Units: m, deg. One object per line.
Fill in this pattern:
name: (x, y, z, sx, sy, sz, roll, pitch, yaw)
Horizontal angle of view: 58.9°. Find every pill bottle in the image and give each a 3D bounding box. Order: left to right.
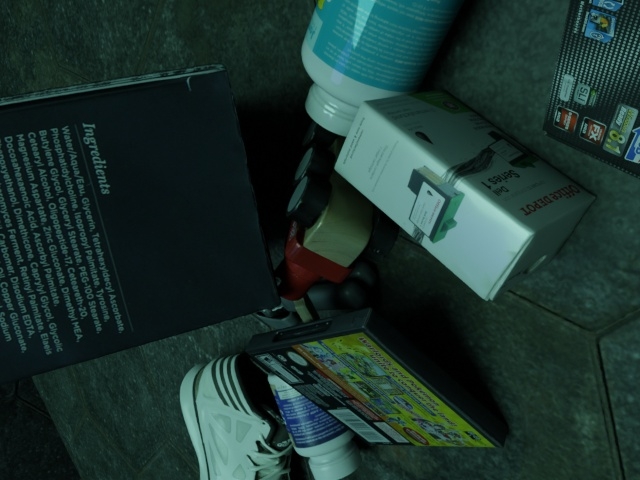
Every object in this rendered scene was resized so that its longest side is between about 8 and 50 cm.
pill bottle: (-0.004, 0.286, 0.924, 0.112, 0.112, 0.186, -22, 88, 47)
pill bottle: (0.068, -0.247, 0.624, 0.146, 0.146, 0.264, 46, 132, 24)

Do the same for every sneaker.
sneaker: (-0.111, 0.419, 1.032, 0.257, 0.169, 0.447, -32, 76, 48)

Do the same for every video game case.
video game case: (0.069, 0.199, 0.769, 0.275, 0.035, 0.248, 42, 143, -22)

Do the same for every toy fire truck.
toy fire truck: (0.000, 0.000, 0.736, 0.158, 0.217, 0.246, 27, 127, -16)

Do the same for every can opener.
can opener: (-0.017, 0.094, 0.914, 0.283, 0.076, 0.095, -10, 130, 46)

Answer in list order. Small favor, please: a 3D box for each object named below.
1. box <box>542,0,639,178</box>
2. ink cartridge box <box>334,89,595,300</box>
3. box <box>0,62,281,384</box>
box: (0.291, -0.146, 0.410, 0.216, 0.060, 0.270, 37, 158, 30)
ink cartridge box: (0.151, -0.060, 0.601, 0.219, 0.160, 0.092, 43, 131, 25)
box: (-0.356, -0.027, 0.784, 0.480, 0.472, 0.297, -159, 55, -72)
